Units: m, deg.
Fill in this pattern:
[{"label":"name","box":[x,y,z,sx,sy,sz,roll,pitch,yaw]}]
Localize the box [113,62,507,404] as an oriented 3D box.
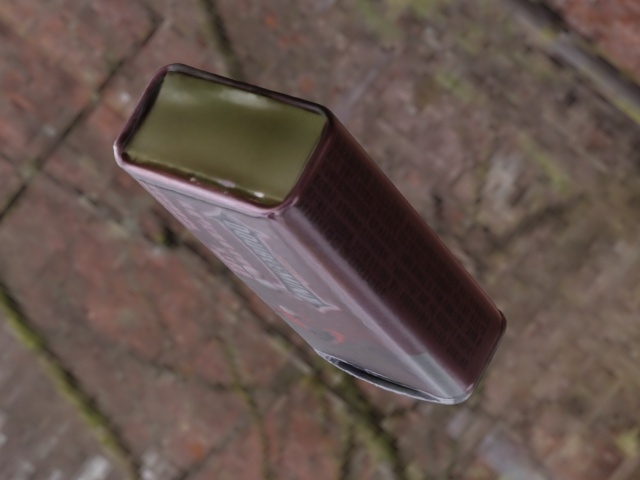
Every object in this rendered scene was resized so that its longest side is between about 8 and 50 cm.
[{"label":"box","box":[0.000,0.000,0.985,0.120,0.069,0.224,20,163,34]}]
